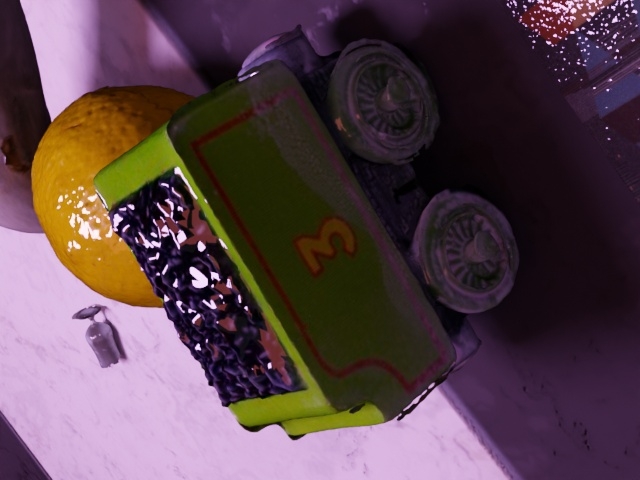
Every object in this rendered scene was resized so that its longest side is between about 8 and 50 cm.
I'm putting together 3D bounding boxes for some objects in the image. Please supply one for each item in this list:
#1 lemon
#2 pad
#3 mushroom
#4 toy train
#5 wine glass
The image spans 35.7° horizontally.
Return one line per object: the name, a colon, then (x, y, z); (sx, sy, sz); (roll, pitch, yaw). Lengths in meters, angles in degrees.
lemon: (-0.156, -0.041, 0.919); (0.260, 0.204, 0.204); (32, 137, 35)
pad: (0.204, -0.133, 0.650); (0.211, 0.003, 0.143); (55, 141, 0)
mushroom: (-0.310, -0.113, 0.983); (0.126, 0.177, 0.397); (17, 146, 20)
toy train: (0.000, 0.000, 0.759); (0.173, 0.249, 0.307); (-22, 101, 52)
wine glass: (-0.293, 0.128, 1.305); (0.039, 0.042, 0.083); (43, 153, 63)
